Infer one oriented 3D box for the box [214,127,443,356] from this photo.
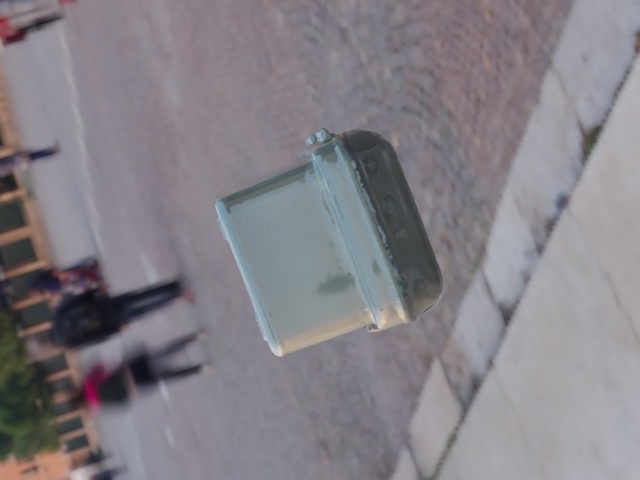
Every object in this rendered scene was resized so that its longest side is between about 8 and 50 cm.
[{"bbox_3d":[0.000,0.000,1.067,0.210,0.129,0.148,-151,40,-86],"label":"box"}]
